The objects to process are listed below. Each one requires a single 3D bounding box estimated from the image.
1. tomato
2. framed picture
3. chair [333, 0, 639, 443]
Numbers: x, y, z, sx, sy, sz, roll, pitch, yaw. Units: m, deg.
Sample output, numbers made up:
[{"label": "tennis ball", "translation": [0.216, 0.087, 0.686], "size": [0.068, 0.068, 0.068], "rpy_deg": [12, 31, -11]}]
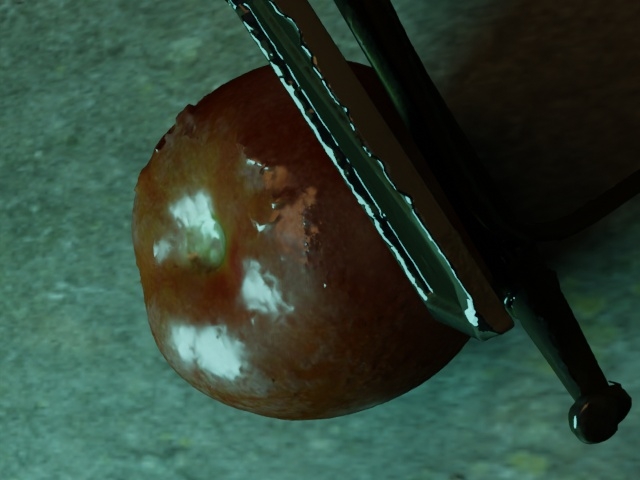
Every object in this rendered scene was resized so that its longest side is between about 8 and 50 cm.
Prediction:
[{"label": "tomato", "translation": [0.000, 0.000, 0.994], "size": [0.208, 0.184, 0.208], "rpy_deg": [1, 91, 47]}, {"label": "framed picture", "translation": [-0.007, -0.077, 0.784], "size": [0.019, 0.209, 0.281], "rpy_deg": [-33, 92, -2]}, {"label": "chair", "translation": [0.105, -0.221, 0.828], "size": [0.365, 0.362, 0.410], "rpy_deg": [-36, 38, -5]}]
